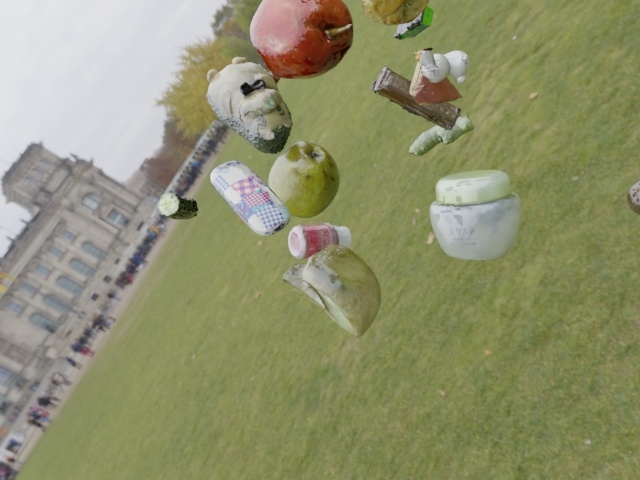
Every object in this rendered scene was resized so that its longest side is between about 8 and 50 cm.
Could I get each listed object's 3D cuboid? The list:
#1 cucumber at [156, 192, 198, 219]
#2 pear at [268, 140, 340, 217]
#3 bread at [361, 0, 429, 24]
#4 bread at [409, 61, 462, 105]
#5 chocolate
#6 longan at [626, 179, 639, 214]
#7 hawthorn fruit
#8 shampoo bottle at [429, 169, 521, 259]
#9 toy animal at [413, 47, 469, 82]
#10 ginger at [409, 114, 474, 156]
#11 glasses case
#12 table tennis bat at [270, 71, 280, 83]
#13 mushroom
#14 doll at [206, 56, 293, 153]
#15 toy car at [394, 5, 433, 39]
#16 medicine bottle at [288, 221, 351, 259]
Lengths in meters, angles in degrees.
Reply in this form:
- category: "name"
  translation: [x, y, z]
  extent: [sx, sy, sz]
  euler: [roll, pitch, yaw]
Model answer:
- category: "cucumber"
  translation: [-0.307, -0.072, 1.184]
  extent: [0.058, 0.058, 0.187]
  euler: [-57, 3, 1]
- category: "pear"
  translation: [-0.058, -0.216, 1.929]
  extent: [0.307, 0.253, 0.252]
  euler: [113, 178, -52]
- category: "bread"
  translation: [0.193, -0.629, 1.313]
  extent: [0.244, 0.134, 0.244]
  euler: [-40, -18, -16]
- category: "bread"
  translation: [0.342, -0.474, 1.672]
  extent: [0.119, 0.192, 0.067]
  euler: [-45, 18, 4]
- category: "chocolate"
  translation: [0.335, -0.482, 1.850]
  extent: [0.102, 0.329, 0.065]
  euler: [-64, 15, 7]
- category: "longan"
  translation: [0.892, -0.114, 1.474]
  extent: [0.092, 0.113, 0.113]
  euler: [-14, 13, -9]
- category: "hawthorn fruit"
  translation: [-0.030, -0.604, 1.566]
  extent: [0.330, 0.287, 0.287]
  euler: [16, 71, 44]
- category: "shampoo bottle"
  translation: [0.567, -0.091, 1.986]
  extent: [0.323, 0.317, 0.322]
  euler: [-9, 15, 2]
- category: "toy animal"
  translation: [0.325, -0.500, 1.506]
  extent: [0.182, 0.131, 0.127]
  euler: [-16, -9, -27]
- category: "ginger"
  translation: [0.497, -0.432, 2.235]
  extent: [0.290, 0.089, 0.137]
  euler: [-14, 52, 37]
- category: "glasses case"
  translation: [-0.221, -0.136, 1.674]
  extent: [0.125, 0.327, 0.076]
  euler: [-33, -32, -20]
- category: "table tennis bat"
  translation: [-0.234, -0.514, 2.056]
  extent: [0.310, 0.200, 0.038]
  euler: [-48, 1, 45]
- category: "mushroom"
  translation: [0.059, 0.108, 1.611]
  extent: [0.217, 0.292, 0.212]
  euler: [-49, -23, -20]
- category: "doll"
  translation: [-0.229, -0.453, 1.821]
  extent: [0.247, 0.349, 0.247]
  euler: [-31, -16, -10]
- category: "toy car"
  translation: [0.299, -0.701, 1.748]
  extent: [0.165, 0.063, 0.071]
  euler: [178, 105, -69]
- category: "medicine bottle"
  translation: [0.000, 0.000, 2.242]
  extent: [0.147, 0.247, 0.147]
  euler: [15, 107, 59]
